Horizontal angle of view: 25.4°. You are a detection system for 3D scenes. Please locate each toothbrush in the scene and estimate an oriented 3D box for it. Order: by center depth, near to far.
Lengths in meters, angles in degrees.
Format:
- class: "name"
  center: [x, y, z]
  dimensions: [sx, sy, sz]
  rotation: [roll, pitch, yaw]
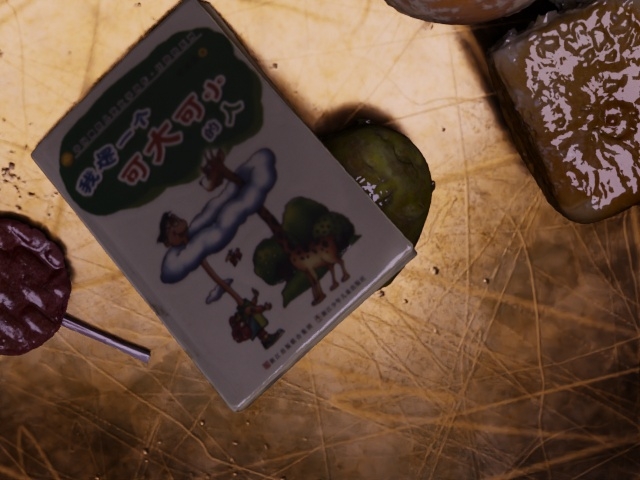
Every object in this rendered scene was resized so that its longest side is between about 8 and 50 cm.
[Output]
- class: "toothbrush"
  center: [-0.284, 0.094, 1.627]
  dimensions: [0.194, 0.014, 0.017]
  rotation: [28, 101, -11]

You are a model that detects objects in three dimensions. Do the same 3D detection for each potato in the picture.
- class: "potato"
  center: [0.000, 0.000, 1.561]
  dimensions: [0.298, 0.141, 0.176]
  rotation: [-45, 85, 10]

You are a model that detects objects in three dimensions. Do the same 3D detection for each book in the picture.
- class: "book"
  center: [-0.109, -0.042, 1.499]
  dimensions: [0.260, 0.043, 0.371]
  rotation: [-43, 76, 9]

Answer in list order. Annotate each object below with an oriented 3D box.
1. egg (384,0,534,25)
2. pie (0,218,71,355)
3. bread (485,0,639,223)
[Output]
- class: "egg"
  center: [0.159, -0.320, 1.446]
  dimensions: [0.245, 0.203, 0.203]
  rotation: [-37, 106, -13]
- class: "pie"
  center: [-0.347, 0.054, 1.570]
  dimensions: [0.154, 0.038, 0.153]
  rotation: [6, 74, -22]
- class: "bread"
  center: [0.293, -0.160, 1.521]
  dimensions: [0.196, 0.176, 0.246]
  rotation: [-25, 98, 3]
